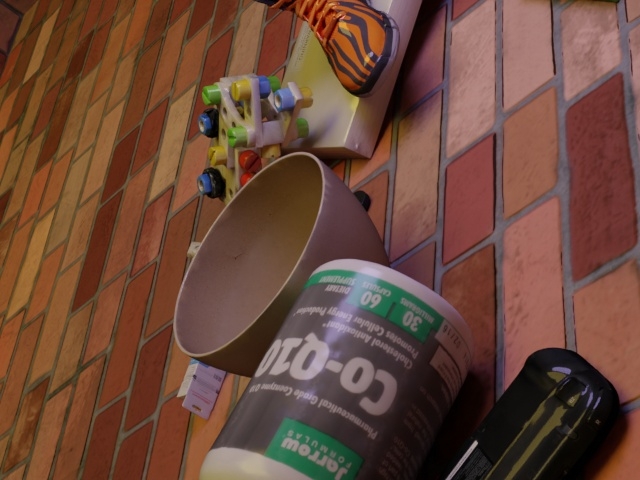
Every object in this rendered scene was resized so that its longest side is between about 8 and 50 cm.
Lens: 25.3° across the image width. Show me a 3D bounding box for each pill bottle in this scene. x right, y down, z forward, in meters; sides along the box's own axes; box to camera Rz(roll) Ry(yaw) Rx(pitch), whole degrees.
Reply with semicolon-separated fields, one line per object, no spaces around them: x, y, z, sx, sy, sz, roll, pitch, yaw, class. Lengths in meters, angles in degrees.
0.002;0.216;1.475;0.204;0.204;0.361;-15;40;54;pill bottle

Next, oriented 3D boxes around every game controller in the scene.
0.165;0.247;1.389;0.319;0.067;0.166;-53;12;5;game controller

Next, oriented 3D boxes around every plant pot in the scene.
-0.020;0.062;1.752;0.284;0.191;0.284;-40;29;29;plant pot

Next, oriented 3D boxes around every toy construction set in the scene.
-0.113;-0.109;2.132;0.215;0.151;0.328;41;122;50;toy construction set

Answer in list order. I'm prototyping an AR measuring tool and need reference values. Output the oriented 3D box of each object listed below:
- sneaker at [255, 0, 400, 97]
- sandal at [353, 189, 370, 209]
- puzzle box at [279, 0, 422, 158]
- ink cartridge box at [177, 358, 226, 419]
-0.009;-0.318;2.003;0.125;0.180;0.321;-57;30;21;sneaker
0.000;0.000;1.961;0.179;0.040;0.067;-55;26;2;sandal
0.052;-0.319;2.146;0.272;0.052;0.409;6;76;62;puzzle box
-0.169;0.207;2.005;0.028;0.048;0.083;-20;43;51;ink cartridge box
